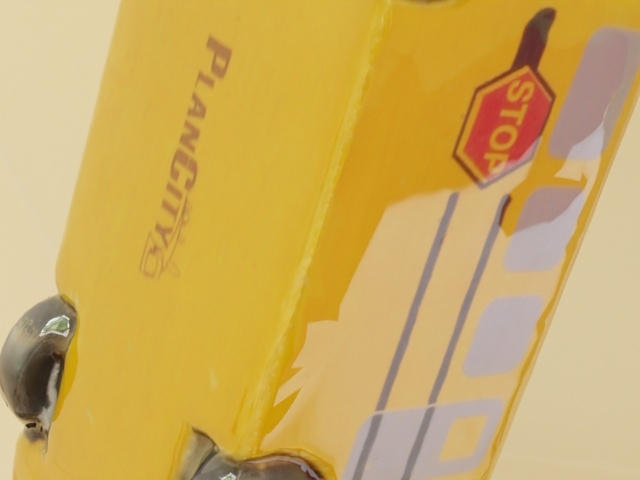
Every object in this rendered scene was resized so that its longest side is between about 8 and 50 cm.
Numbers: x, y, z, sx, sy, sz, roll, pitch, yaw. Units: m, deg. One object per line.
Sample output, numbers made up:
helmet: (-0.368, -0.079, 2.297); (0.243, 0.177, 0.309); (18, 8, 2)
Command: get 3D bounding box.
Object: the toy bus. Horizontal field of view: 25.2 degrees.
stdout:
toy bus: (0.000, 0.000, 0.414); (0.130, 0.108, 0.333); (-1, -63, -41)
